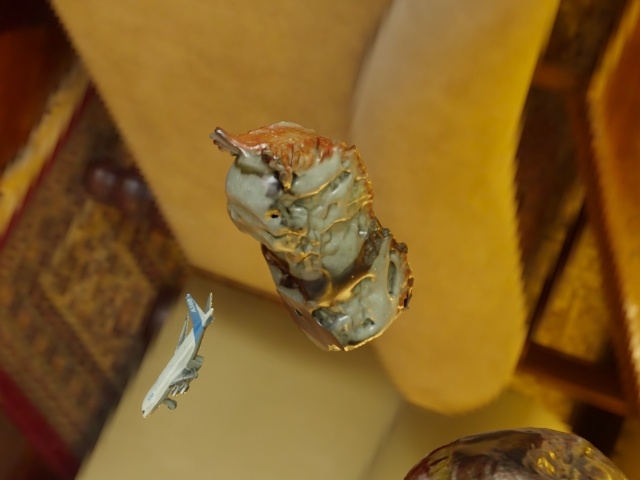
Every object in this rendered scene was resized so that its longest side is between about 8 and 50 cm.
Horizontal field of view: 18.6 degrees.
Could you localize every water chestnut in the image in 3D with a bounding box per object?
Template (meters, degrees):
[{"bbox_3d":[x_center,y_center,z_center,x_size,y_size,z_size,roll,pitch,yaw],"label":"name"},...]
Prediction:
[{"bbox_3d":[0.131,0.243,1.380,0.223,0.238,0.224,-18,90,-77],"label":"water chestnut"}]

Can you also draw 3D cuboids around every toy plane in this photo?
[{"bbox_3d":[-0.081,0.071,1.143,0.078,0.024,0.084,-107,-143,-65],"label":"toy plane"}]

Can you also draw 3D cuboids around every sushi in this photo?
[{"bbox_3d":[0.000,0.000,1.886,0.130,0.124,0.332,-44,134,-22],"label":"sushi"}]
